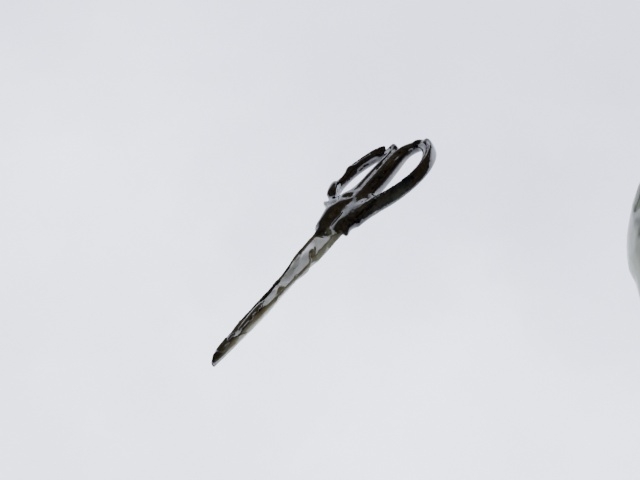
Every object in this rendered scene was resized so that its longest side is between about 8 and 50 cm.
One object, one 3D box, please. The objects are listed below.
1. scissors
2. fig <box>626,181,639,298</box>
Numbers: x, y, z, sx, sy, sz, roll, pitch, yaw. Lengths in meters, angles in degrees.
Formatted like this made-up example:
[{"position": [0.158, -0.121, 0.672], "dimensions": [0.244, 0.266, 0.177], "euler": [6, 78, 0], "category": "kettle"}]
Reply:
[{"position": [0.000, 0.000, 0.663], "dimensions": [0.109, 0.022, 0.300], "euler": [-5, -147, 48], "category": "scissors"}, {"position": [0.289, -0.024, 0.399], "dimensions": [0.206, 0.275, 0.206], "euler": [5, -128, -6], "category": "fig"}]
